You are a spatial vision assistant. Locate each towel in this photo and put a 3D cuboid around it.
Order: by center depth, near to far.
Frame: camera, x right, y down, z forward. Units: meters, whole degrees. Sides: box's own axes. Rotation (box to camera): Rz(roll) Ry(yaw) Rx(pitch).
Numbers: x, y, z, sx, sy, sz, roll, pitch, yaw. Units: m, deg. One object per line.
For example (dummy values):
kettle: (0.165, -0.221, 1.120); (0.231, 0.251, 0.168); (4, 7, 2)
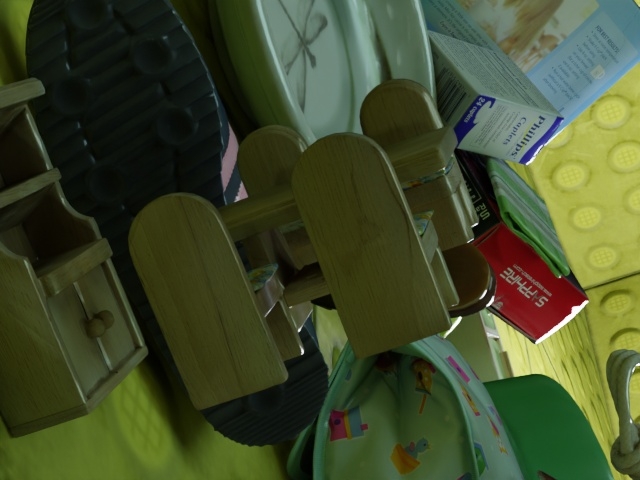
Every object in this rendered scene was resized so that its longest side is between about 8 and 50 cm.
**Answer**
towel: (0.213, -0.032, 1.445); (0.113, 0.023, 0.152); (42, 21, -23)

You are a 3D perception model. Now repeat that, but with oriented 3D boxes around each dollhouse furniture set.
dollhouse furniture set: (-0.058, -0.026, 0.657); (0.212, 0.242, 0.161); (-52, 122, -74)

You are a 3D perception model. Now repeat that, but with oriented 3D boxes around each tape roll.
tape roll: (0.200, 0.290, 1.279); (0.321, 0.077, 0.321); (171, -90, -78)

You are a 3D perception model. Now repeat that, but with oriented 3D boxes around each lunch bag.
lunch bag: (0.079, 0.192, 1.069); (0.223, 0.160, 0.262); (21, 58, -71)

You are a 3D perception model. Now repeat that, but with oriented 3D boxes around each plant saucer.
plant saucer: (-0.011, -0.201, 1.263); (0.400, 0.101, 0.400); (40, 44, -54)

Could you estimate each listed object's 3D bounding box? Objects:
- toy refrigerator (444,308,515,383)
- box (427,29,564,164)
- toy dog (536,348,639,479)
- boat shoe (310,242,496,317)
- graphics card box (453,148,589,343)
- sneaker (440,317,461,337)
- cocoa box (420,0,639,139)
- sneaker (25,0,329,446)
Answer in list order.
toy refrigerator: (0.179, 0.150, 1.617); (0.102, 0.094, 0.269); (25, 48, -70)
box: (0.170, -0.154, 1.464); (0.137, 0.072, 0.126); (10, 35, -38)
toy dog: (0.214, 0.251, 0.998); (0.333, 0.161, 0.220); (50, 46, -28)
boat shoe: (0.053, 0.028, 1.098); (0.073, 0.207, 0.073); (43, 62, -52)
graphics card box: (0.155, -0.076, 1.581); (0.233, 0.094, 0.371); (35, 22, -47)
sneaker: (0.053, -0.016, 1.398); (0.123, 0.109, 0.295); (109, -34, -59)
cocoa box: (0.192, -0.310, 1.602); (0.347, 0.231, 0.228); (40, 14, -34)
sneaker: (-0.095, -0.026, 0.851); (0.131, 0.112, 0.319); (-120, -171, -73)
